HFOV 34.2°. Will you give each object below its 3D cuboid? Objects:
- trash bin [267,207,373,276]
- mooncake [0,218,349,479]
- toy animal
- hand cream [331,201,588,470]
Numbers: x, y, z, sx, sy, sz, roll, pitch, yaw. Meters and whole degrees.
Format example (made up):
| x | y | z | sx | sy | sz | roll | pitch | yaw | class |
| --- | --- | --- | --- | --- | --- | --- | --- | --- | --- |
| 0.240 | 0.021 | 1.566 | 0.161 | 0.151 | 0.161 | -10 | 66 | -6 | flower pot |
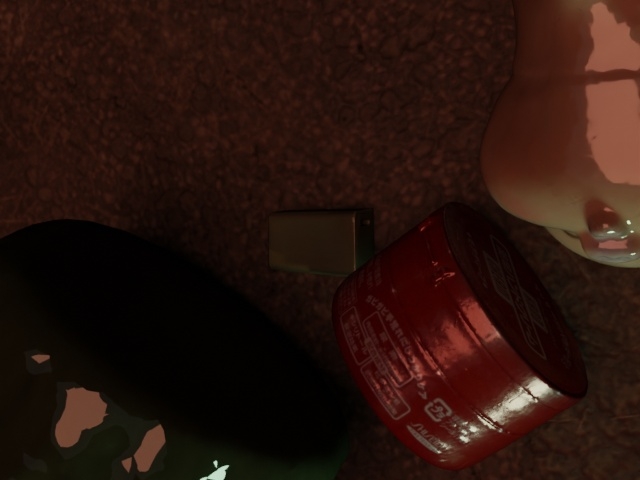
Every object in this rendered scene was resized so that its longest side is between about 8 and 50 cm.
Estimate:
| x | y | z | sx | sy | sz | roll | pitch | yaw | class |
| --- | --- | --- | --- | --- | --- | --- | --- | --- | --- |
| 0.000 | 0.000 | 0.962 | 0.092 | 0.043 | 0.060 | 3 | 97 | 27 | trash bin |
| -0.162 | 0.143 | 0.882 | 0.356 | 0.356 | 0.194 | 38 | 102 | 16 | mooncake |
| 0.220 | -0.140 | 0.757 | 0.237 | 0.269 | 0.326 | 0 | 64 | 24 | toy animal |
| 0.112 | 0.077 | 0.838 | 0.125 | 0.193 | 0.193 | -36 | 81 | 23 | hand cream |
